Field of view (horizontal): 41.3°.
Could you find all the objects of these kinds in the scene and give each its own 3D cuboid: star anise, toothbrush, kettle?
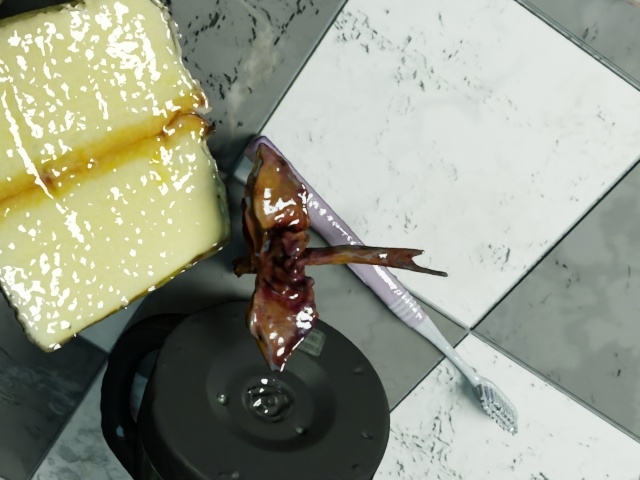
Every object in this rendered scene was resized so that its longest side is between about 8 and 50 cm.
[{"bbox_3d":[0.002,0.009,0.681,0.144,0.140,0.158,-7,133,-21],"label":"star anise"},{"bbox_3d":[0.062,0.047,0.728,0.024,0.029,0.354,-39,106,14],"label":"toothbrush"},{"bbox_3d":[-0.096,0.210,0.763,0.250,0.207,0.271,16,130,-6],"label":"kettle"}]

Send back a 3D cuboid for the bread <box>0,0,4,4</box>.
[{"bbox_3d":[-0.372,-0.237,0.620,0.316,0.054,0.316,1,121,1],"label":"bread"}]

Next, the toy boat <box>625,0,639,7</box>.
[{"bbox_3d":[0.216,-0.173,0.565,0.083,0.038,0.038,13,122,4],"label":"toy boat"}]

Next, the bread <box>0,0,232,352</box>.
[{"bbox_3d":[-0.167,-0.061,0.628,0.178,0.135,0.240,-18,114,2],"label":"bread"}]
